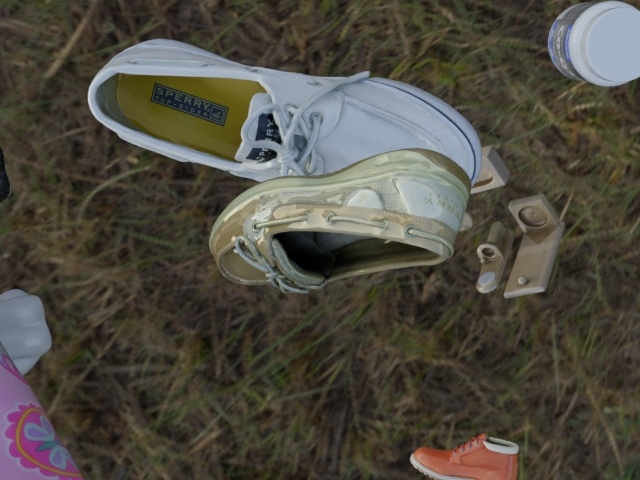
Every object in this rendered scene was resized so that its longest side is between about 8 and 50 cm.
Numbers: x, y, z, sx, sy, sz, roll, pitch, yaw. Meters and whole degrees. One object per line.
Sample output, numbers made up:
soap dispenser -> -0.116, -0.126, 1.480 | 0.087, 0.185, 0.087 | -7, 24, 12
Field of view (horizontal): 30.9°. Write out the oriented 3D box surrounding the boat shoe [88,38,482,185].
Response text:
boat shoe -> -0.038, -0.099, 1.042 | 0.367, 0.156, 0.135 | 18, 110, 6

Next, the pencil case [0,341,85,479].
pencil case -> -0.202, 0.127, 0.619 | 0.284, 0.124, 0.124 | 47, 121, 31

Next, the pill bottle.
pill bottle -> 0.263, -0.184, 1.077 | 0.078, 0.137, 0.078 | 0, 101, -1

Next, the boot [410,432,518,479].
boot -> 0.211, 0.313, 1.682 | 0.158, 0.059, 0.084 | 11, 104, 12

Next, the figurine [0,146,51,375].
figurine -> -0.321, 0.025, 0.846 | 0.092, 0.209, 0.214 | -26, 76, 34

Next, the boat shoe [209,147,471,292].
boat shoe -> 0.002, 0.001, 0.542 | 0.153, 0.048, 0.056 | -13, 140, 38

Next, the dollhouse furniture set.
dollhouse furniture set -> 0.202, -0.018, 1.473 | 0.144, 0.123, 0.151 | -14, 126, 38
